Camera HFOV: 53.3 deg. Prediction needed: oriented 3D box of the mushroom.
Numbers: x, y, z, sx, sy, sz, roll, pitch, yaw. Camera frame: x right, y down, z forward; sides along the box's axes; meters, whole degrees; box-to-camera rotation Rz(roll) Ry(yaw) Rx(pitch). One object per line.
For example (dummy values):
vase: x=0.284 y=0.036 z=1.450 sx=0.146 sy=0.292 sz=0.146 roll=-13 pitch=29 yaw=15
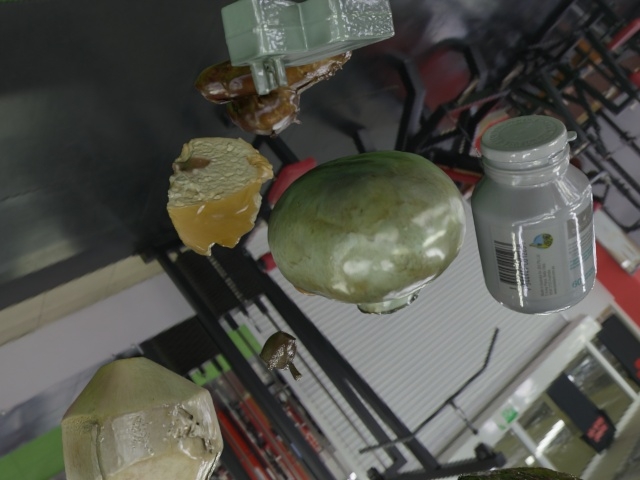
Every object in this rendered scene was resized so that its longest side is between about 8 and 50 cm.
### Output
mushroom: x=0.082 y=-0.017 z=1.109 sx=0.352 sy=0.260 sz=0.352 roll=-15 pitch=-157 yaw=7

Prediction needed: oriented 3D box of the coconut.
coconut: x=-0.385 y=0.417 z=1.370 sx=0.353 sy=0.352 sz=0.352 roll=-37 pitch=166 yaw=-10

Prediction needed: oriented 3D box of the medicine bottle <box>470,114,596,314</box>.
medicine bottle: x=0.249 y=-0.031 z=0.753 sx=0.135 sy=0.135 sz=0.215 roll=-33 pitch=124 yaw=-24

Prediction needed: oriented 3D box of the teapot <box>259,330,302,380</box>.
teapot: x=-0.065 y=0.237 z=1.285 sx=0.085 sy=0.110 sz=0.080 roll=23 pitch=97 yaw=-52

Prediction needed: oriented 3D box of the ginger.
ginger: x=-0.078 y=-0.402 z=1.567 sx=0.418 sy=0.176 sz=0.254 roll=-27 pitch=130 yaw=17

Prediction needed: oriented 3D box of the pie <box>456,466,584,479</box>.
pie: x=0.301 y=0.336 z=0.772 sx=0.277 sy=0.277 sz=0.078 roll=15 pitch=94 yaw=-74

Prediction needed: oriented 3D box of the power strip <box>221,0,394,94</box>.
power strip: x=-0.033 y=-0.324 z=1.061 sx=0.230 sy=0.141 sz=0.261 roll=-2 pitch=-166 yaw=44

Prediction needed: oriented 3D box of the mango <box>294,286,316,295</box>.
mango: x=-0.001 y=0.004 z=1.536 sx=0.359 sy=0.144 sz=0.187 roll=-74 pitch=180 yaw=-45

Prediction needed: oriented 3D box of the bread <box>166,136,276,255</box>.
bread: x=-0.193 y=-0.090 z=1.291 sx=0.211 sy=0.183 sz=0.224 roll=-8 pitch=151 yaw=-7
